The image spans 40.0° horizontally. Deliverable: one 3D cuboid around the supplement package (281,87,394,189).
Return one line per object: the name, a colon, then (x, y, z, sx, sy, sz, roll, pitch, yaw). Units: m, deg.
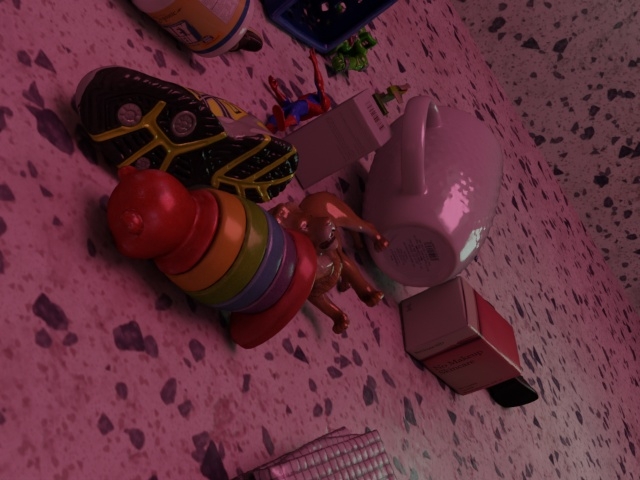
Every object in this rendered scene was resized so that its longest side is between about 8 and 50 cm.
supplement package: (0.029, -0.191, 1.646, 0.105, 0.179, 0.105, 59, 26, -9)

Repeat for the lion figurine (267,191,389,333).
lion figurine: (0.000, 0.000, 1.497, 0.240, 0.142, 0.392, 49, 12, -13)

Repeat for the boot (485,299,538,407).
boot: (0.415, 0.251, 2.064, 0.263, 0.091, 0.229, 39, 35, -38)

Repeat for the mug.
mug: (0.211, -0.110, 1.760, 0.328, 0.276, 0.374, -68, 154, -47)

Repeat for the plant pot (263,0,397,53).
plant pot: (0.003, -0.587, 1.926, 0.236, 0.236, 0.212, 18, 45, -55)

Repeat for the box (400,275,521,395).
box: (0.289, 0.200, 1.803, 0.232, 0.148, 0.127, 40, 35, -39)

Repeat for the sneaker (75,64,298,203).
sneaker: (-0.203, -0.155, 1.272, 0.147, 0.145, 0.384, 43, 13, 37)

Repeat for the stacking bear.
stacking bear: (-0.155, 0.003, 1.156, 0.289, 0.164, 0.175, 31, 40, -42)

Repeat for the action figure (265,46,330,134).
action figure: (-0.060, -0.281, 1.663, 0.280, 0.091, 0.139, -34, 106, -64)

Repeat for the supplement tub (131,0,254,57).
supplement tub: (-0.218, -0.405, 1.424, 0.199, 0.144, 0.144, 33, 38, -46)

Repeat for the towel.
towel: (0.010, 0.380, 1.148, 0.283, 0.121, 0.235, -1, 65, -61)

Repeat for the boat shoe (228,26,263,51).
boat shoe: (-0.163, -0.369, 1.608, 0.152, 0.056, 0.049, 11, 61, -48)

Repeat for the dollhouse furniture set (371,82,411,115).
dollhouse furniture set: (0.176, -0.346, 2.199, 0.151, 0.076, 0.059, -25, 86, -55)

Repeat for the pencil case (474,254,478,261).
pencil case: (0.286, -0.015, 2.089, 0.206, 0.086, 0.088, 50, 52, -23)

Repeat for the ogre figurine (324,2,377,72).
ogre figurine: (0.066, -0.473, 2.088, 0.118, 0.097, 0.197, 22, 35, -39)
